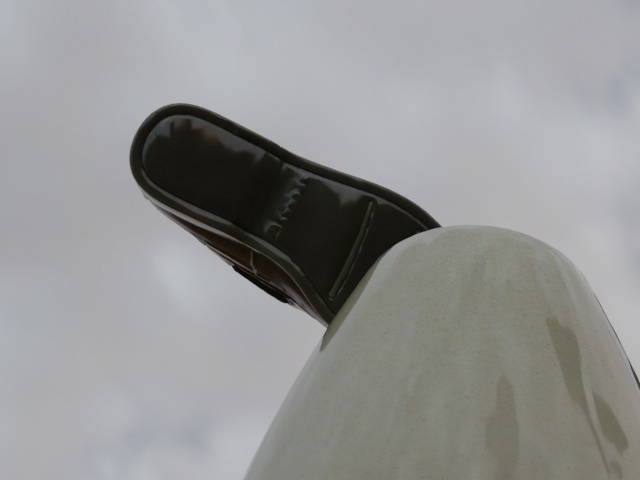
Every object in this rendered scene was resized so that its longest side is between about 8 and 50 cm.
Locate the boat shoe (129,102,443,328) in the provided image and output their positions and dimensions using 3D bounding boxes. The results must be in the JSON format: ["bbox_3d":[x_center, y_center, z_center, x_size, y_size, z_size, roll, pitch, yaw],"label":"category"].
[{"bbox_3d":[0.000,0.000,1.288,0.111,0.307,0.104,-53,-7,-8],"label":"boat shoe"}]

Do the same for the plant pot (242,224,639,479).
[{"bbox_3d":[0.070,0.130,0.828,0.256,0.274,0.256,5,-45,5],"label":"plant pot"}]
